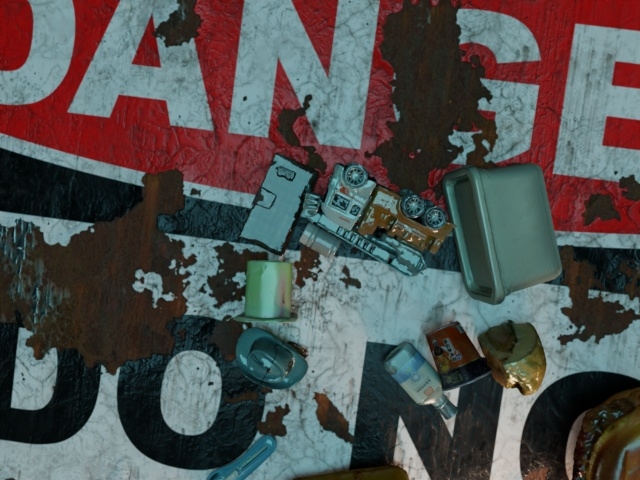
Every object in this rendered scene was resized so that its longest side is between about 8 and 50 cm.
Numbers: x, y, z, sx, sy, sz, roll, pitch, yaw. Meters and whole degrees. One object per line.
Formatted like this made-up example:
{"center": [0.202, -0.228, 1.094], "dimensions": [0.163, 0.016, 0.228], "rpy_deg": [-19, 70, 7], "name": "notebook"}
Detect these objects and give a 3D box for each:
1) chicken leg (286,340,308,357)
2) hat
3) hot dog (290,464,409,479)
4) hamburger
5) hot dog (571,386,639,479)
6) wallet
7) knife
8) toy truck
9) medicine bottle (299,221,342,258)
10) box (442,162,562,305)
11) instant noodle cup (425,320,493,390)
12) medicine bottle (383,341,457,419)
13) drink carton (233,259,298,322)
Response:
{"center": [-0.068, 0.271, 1.140], "dimensions": [0.083, 0.021, 0.036], "rpy_deg": [19, 109, 2], "name": "chicken leg"}
{"center": [-0.126, 0.296, 1.107], "dimensions": [0.191, 0.078, 0.138], "rpy_deg": [27, 106, 3], "name": "hat"}
{"center": [0.059, 0.648, 1.102], "dimensions": [0.349, 0.117, 0.158], "rpy_deg": [-7, 91, 2], "name": "hot dog"}
{"center": [0.459, 0.276, 1.031], "dimensions": [0.135, 0.208, 0.155], "rpy_deg": [-26, 87, 5], "name": "hamburger"}
{"center": [0.698, 0.541, 1.043], "dimensions": [0.223, 0.185, 0.405], "rpy_deg": [3, 92, 0], "name": "hot dog"}
{"center": [-0.101, -0.088, 1.117], "dimensions": [0.124, 0.042, 0.230], "rpy_deg": [25, 95, -4], "name": "wallet"}
{"center": [-0.202, 0.570, 1.150], "dimensions": [0.222, 0.031, 0.064], "rpy_deg": [-40, 87, 2], "name": "knife"}
{"center": [0.122, -0.058, 1.061], "dimensions": [0.338, 0.133, 0.184], "rpy_deg": [26, 100, -5], "name": "toy truck"}
{"center": [0.000, 0.000, 1.108], "dimensions": [0.091, 0.058, 0.058], "rpy_deg": [30, 93, 1], "name": "medicine bottle"}
{"center": [0.420, -0.027, 1.046], "dimensions": [0.182, 0.175, 0.312], "rpy_deg": [-12, 92, -6], "name": "box"}
{"center": [0.316, 0.268, 1.076], "dimensions": [0.127, 0.127, 0.135], "rpy_deg": [-23, 74, 3], "name": "instant noodle cup"}
{"center": [0.251, 0.349, 1.116], "dimensions": [0.090, 0.054, 0.208], "rpy_deg": [-43, 91, -1], "name": "medicine bottle"}
{"center": [-0.124, 0.119, 1.082], "dimensions": [0.146, 0.144, 0.142], "rpy_deg": [3, 86, 1], "name": "drink carton"}
